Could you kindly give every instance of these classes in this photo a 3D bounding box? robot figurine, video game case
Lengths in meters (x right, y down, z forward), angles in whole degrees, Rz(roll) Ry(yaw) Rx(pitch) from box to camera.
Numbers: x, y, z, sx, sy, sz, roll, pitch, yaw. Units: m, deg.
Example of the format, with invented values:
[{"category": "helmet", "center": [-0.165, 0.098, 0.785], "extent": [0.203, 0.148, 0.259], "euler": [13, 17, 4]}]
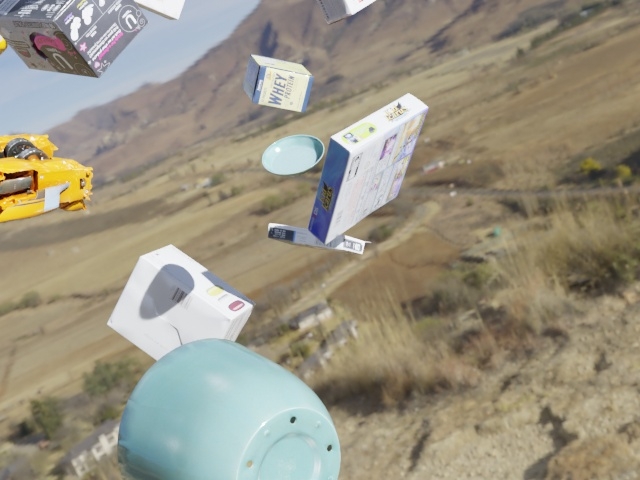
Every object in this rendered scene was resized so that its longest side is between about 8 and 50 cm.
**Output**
[{"category": "robot figurine", "center": [-0.449, -0.071, 1.090], "extent": [0.291, 0.085, 0.211], "euler": [-14, 32, -38]}, {"category": "video game case", "center": [0.096, -0.149, 1.822], "extent": [0.244, 0.061, 0.269], "euler": [-32, -27, -35]}]

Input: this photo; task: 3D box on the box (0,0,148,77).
[{"category": "box", "center": [-0.474, -0.410, 1.628], "extent": [0.247, 0.142, 0.163], "euler": [14, 61, 41]}]

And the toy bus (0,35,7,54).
[{"category": "toy bus", "center": [-0.863, -0.444, 1.882], "extent": [0.108, 0.130, 0.333], "euler": [-19, 1, 44]}]

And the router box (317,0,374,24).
[{"category": "router box", "center": [0.061, -0.723, 2.055], "extent": [0.082, 0.335, 0.301], "euler": [-9, 24, 46]}]

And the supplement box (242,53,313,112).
[{"category": "supplement box", "center": [-0.064, -0.235, 1.299], "extent": [0.083, 0.056, 0.083], "euler": [7, 22, -19]}]

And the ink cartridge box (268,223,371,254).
[{"category": "ink cartridge box", "center": [0.000, 0.000, 2.228], "extent": [0.206, 0.045, 0.208], "euler": [9, -1, 24]}]

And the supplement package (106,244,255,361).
[{"category": "supplement package", "center": [-0.325, 0.172, 2.045], "extent": [0.204, 0.262, 0.145], "euler": [-60, -10, 19]}]

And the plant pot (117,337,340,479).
[{"category": "plant pot", "center": [-0.113, 0.309, 1.281], "extent": [0.293, 0.293, 0.235], "euler": [-29, 23, -33]}]

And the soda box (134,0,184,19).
[{"category": "soda box", "center": [-0.392, -0.535, 1.822], "extent": [0.216, 0.074, 0.069], "euler": [18, 4, -27]}]

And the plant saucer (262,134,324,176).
[{"category": "plant saucer", "center": [-0.049, -0.154, 1.632], "extent": [0.119, 0.021, 0.119], "euler": [-8, 42, 8]}]
